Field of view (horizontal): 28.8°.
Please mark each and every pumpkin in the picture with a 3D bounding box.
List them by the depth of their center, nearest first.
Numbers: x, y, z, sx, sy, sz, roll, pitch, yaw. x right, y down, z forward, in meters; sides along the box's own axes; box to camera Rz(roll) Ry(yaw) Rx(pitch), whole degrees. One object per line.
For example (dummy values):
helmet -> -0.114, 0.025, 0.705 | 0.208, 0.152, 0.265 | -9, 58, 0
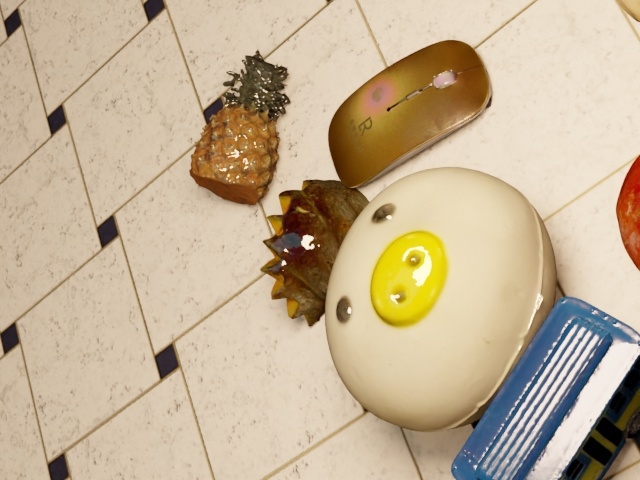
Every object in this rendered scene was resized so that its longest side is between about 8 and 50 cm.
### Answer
pumpkin -> 0.000, 0.000, 2.029 | 0.149, 0.130, 0.254 | -10, 70, 38

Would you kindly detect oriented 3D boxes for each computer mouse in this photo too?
computer mouse -> 0.133, -0.203, 2.021 | 0.310, 0.072, 0.158 | -31, 61, 28

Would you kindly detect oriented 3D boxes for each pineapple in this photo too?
pineapple -> -0.122, -0.208, 2.200 | 0.158, 0.158, 0.278 | 7, 70, 40

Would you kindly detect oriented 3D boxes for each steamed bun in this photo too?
steamed bun -> 0.165, 0.081, 1.752 | 0.334, 0.334, 0.374 | 19, 83, 41

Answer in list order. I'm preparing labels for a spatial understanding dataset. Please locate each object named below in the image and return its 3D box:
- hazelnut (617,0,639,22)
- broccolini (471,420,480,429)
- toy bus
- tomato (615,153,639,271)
hazelnut -> 0.512, -0.356, 1.682 | 0.261, 0.261, 0.241 | 48, 140, 38
broccolini -> 0.253, 0.318, 1.785 | 0.054, 0.051, 0.239 | 92, 153, -48
toy bus -> 0.322, 0.238, 1.647 | 0.138, 0.175, 0.287 | 31, 87, 38
tomato -> 0.477, -0.043, 1.644 | 0.200, 0.140, 0.233 | -35, 57, 34
